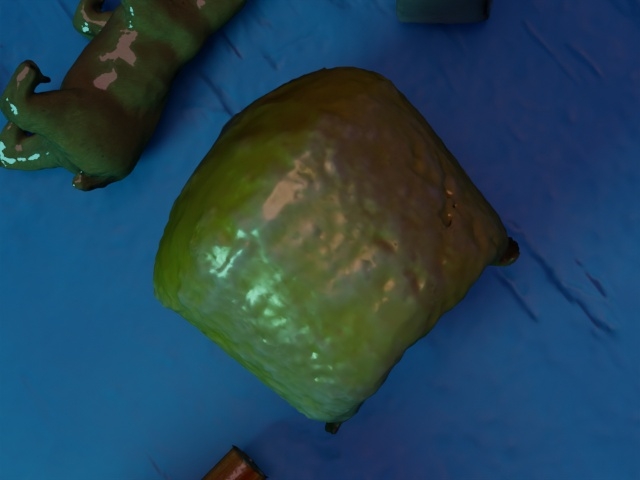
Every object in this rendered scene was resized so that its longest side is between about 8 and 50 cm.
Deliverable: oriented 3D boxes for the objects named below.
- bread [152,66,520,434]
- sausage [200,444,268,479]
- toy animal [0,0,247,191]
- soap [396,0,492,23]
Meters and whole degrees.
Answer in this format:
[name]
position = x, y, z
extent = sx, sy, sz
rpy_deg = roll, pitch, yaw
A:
[bread]
position = 0.001, -0.003, 0.556
extent = 0.197, 0.197, 0.170
rpy_deg = -45, 93, -1
[sausage]
position = -0.081, 0.179, 0.609
extent = 0.031, 0.031, 0.107
rpy_deg = 44, 90, 11
[toy animal]
position = -0.126, -0.125, 0.638
extent = 0.101, 0.103, 0.218
rpy_deg = 31, 84, -9
[soap]
position = 0.090, -0.241, 0.604
extent = 0.064, 0.121, 0.183
rpy_deg = 8, 82, 7
